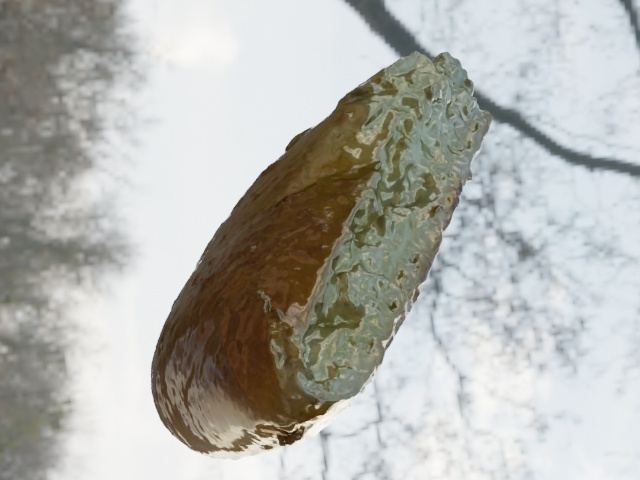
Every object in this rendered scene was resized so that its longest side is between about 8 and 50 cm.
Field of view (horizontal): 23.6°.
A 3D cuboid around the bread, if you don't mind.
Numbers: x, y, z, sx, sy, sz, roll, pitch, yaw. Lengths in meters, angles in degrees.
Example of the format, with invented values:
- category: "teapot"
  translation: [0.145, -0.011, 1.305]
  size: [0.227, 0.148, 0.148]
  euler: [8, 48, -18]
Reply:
- category: "bread"
  translation: [-0.016, 0.018, 0.470]
  size: [0.054, 0.154, 0.136]
  euler: [40, -45, -6]
